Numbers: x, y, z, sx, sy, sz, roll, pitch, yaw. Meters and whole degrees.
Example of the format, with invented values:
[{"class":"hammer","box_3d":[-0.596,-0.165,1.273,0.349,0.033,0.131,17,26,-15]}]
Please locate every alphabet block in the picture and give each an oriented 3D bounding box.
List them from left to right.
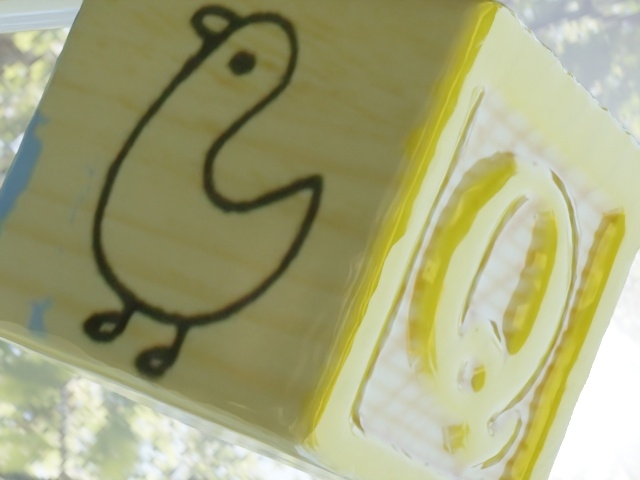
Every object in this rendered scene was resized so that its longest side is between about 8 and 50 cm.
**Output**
[{"class":"alphabet block","box_3d":[0.000,0.000,0.793,0.197,0.193,0.192,16,-99,36]}]

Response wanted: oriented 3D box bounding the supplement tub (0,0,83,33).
[{"class":"supplement tub","box_3d":[-0.131,-0.190,1.019,0.199,0.144,0.144,-4,-121,11]}]
